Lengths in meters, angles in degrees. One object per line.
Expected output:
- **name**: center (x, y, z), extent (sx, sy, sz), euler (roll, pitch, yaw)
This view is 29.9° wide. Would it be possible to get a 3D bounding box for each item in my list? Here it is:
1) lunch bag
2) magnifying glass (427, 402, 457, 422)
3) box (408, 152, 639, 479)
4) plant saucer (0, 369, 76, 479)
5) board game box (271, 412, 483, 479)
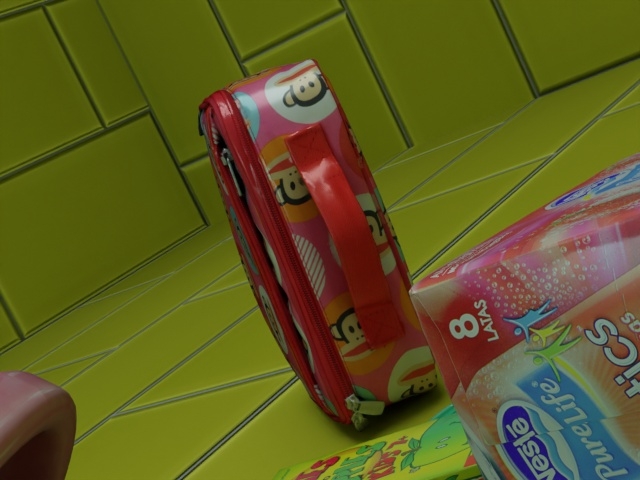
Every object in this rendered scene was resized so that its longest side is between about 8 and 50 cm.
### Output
- **lunch bag**: center (0.000, 0.000, 0.981), extent (0.120, 0.293, 0.258), euler (-22, 7, -8)
- **magnifying glass**: center (0.165, 0.092, 0.830), extent (0.231, 0.026, 0.092), euler (-28, 8, -20)
- **box**: center (0.196, 0.028, 0.619), extent (0.154, 0.142, 0.300), euler (-21, 3, 37)
- **plant saucer**: center (-0.214, 0.195, 0.491), extent (0.332, 0.084, 0.332), euler (26, -90, -88)
- **board game box**: center (0.042, 0.155, 0.736), extent (0.181, 0.043, 0.092), euler (-22, 9, 24)
